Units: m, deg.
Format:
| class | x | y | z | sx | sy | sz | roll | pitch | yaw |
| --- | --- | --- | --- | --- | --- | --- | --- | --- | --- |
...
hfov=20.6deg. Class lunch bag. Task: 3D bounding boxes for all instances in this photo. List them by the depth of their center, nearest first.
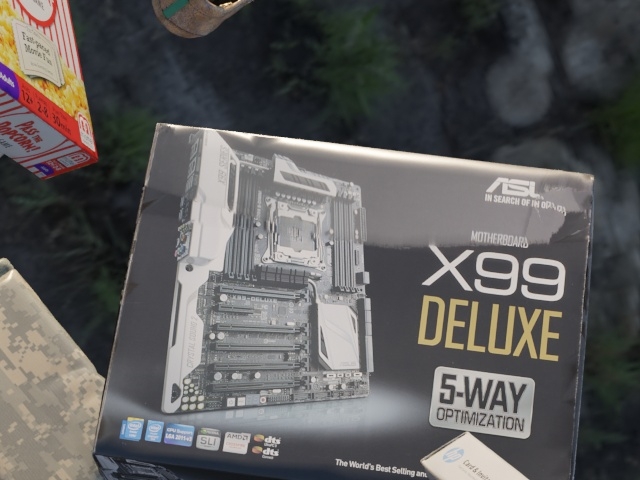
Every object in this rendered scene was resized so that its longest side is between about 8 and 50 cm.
| class | x | y | z | sx | sy | sz | roll | pitch | yaw |
| --- | --- | --- | --- | --- | --- | --- | --- | --- | --- |
| lunch bag | -0.288 | 0.195 | 1.575 | 0.169 | 0.287 | 0.235 | -34 | 75 | -32 |

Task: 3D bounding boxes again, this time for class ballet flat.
| class | x | y | z | sx | sy | sz | roll | pitch | yaw |
| --- | --- | --- | --- | --- | --- | --- | --- | --- | --- |
| ballet flat | -0.041 | -0.320 | 1.842 | 0.107 | 0.106 | 0.316 | 48 | 65 | -8 |

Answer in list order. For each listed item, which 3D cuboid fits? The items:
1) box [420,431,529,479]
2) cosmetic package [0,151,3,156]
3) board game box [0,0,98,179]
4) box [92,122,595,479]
| class | x | y | z | sx | sy | sz | roll | pitch | yaw |
| --- | --- | --- | --- | --- | --- | --- | --- | --- | --- |
| box | 0.133 | 0.202 | 0.963 | 0.038 | 0.186 | 0.145 | -31 | 115 | -14 |
| cosmetic package | -0.414 | -0.129 | 1.991 | 0.085 | 0.117 | 0.231 | 48 | 14 | 0 |
| board game box | -0.205 | -0.152 | 1.110 | 0.147 | 0.045 | 0.193 | 41 | 34 | -68 |
| box | 0.022 | 0.059 | 1.181 | 0.307 | 0.076 | 0.242 | 8 | 67 | 4 |
